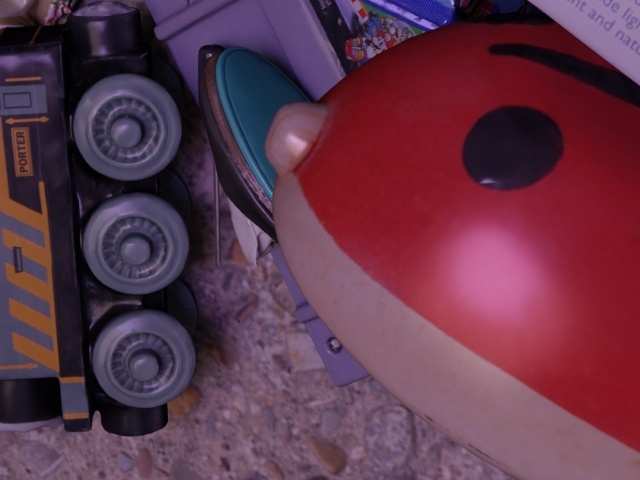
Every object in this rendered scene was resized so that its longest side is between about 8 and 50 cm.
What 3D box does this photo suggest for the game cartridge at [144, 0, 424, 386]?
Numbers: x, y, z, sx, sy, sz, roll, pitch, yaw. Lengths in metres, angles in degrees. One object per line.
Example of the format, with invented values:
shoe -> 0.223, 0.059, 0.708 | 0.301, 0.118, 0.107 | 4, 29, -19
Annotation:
game cartridge -> 0.029, -0.092, 1.049 | 0.230, 0.068, 0.355 | -24, 94, 35

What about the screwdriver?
screwdriver -> -0.073, -0.058, 1.074 | 0.024, 0.025, 0.170 | 10, 119, 23

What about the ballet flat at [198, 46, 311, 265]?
ballet flat -> 0.000, 0.000, 1.011 | 0.280, 0.095, 0.096 | 49, 133, 5

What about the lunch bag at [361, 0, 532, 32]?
lunch bag -> 0.018, -0.272, 0.919 | 0.293, 0.138, 0.221 | 27, 96, 19

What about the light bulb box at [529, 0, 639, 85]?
light bulb box -> 0.315, -0.225, 0.687 | 0.225, 0.358, 0.361 | 39, 120, 9

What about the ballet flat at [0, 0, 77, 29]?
ballet flat -> -0.225, -0.193, 1.133 | 0.091, 0.077, 0.241 | 37, 119, 22

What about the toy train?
toy train -> -0.191, -0.009, 1.109 | 0.190, 0.142, 0.334 | -3, 108, -3

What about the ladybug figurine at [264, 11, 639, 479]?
ladybug figurine -> 0.189, 0.006, 0.789 | 0.449, 0.305, 0.162 | 17, 133, -13
